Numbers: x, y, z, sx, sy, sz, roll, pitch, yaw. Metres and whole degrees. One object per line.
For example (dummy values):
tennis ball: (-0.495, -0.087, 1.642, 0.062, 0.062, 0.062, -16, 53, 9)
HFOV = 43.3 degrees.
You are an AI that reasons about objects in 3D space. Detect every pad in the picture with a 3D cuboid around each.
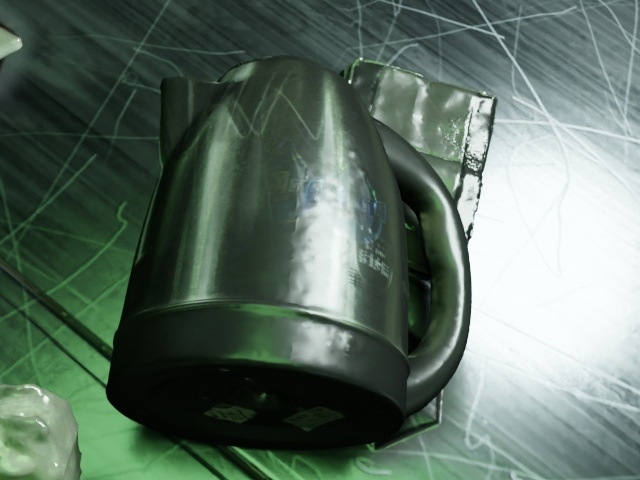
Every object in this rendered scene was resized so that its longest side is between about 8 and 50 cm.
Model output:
pad: (0.087, -0.082, 0.843, 0.174, 0.022, 0.233, 16, 64, -1)

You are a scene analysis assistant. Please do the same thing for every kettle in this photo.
kettle: (0.000, 0.000, 0.695, 0.321, 0.228, 0.324, 16, 60, -21)

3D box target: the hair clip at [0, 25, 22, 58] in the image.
hair clip: (-0.447, -0.176, 0.766, 0.282, 0.113, 0.172, 31, 65, 0)

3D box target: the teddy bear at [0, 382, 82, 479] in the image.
teddy bear: (-0.262, 0.232, 0.486, 0.362, 0.375, 0.327, 30, 84, -10)
